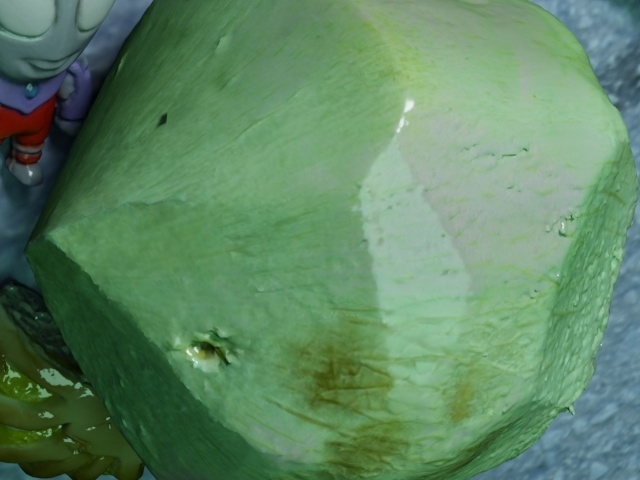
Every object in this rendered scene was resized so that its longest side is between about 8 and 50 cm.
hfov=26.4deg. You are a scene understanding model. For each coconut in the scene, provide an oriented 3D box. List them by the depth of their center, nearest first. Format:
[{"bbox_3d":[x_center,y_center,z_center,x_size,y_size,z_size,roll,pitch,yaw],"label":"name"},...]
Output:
[{"bbox_3d":[0.000,0.000,0.711,0.329,0.281,0.328,-20,144,-15],"label":"coconut"}]

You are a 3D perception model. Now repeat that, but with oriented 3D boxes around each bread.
[{"bbox_3d":[-0.158,0.097,0.807,0.094,0.083,0.157,-24,128,-2],"label":"bread"}]

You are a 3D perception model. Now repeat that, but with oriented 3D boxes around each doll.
[{"bbox_3d":[-0.147,-0.124,0.685,0.102,0.075,0.227,-15,136,-43],"label":"doll"}]
